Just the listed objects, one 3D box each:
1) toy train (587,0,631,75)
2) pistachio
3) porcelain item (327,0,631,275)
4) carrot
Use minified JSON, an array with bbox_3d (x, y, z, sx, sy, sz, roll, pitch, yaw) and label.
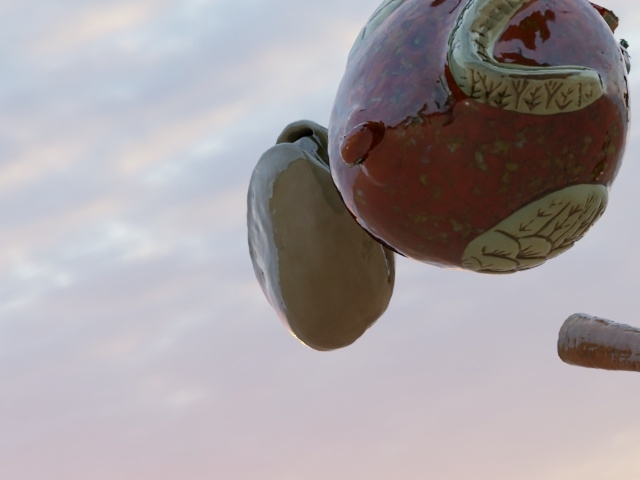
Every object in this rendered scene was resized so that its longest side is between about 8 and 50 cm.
[{"bbox_3d":[0.303,-0.203,2.268,0.118,0.074,0.176,-55,-31,7],"label":"toy train"},{"bbox_3d":[0.000,0.000,1.740,0.136,0.136,0.226,-17,-56,-9],"label":"pistachio"},{"bbox_3d":[0.101,-0.089,1.493,0.253,0.253,0.253,-18,-12,-4],"label":"porcelain item"},{"bbox_3d":[0.328,0.109,1.972,0.057,0.057,0.224,-10,10,-36],"label":"carrot"}]
